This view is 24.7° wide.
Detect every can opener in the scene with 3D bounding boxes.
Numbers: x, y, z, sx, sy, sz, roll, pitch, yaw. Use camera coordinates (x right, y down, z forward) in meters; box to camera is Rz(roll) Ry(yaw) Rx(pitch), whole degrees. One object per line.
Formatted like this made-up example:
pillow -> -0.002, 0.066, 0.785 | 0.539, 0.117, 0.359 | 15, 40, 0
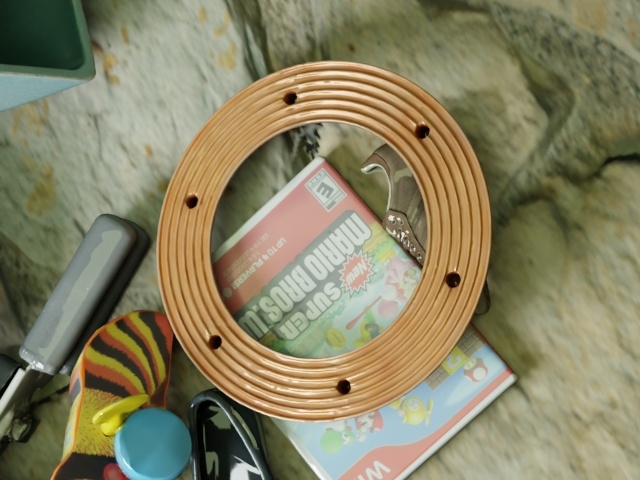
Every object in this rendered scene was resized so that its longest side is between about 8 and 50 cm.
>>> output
can opener -> -0.278, 0.091, 1.430 | 0.095, 0.076, 0.283 | 30, 91, 14

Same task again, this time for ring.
ring -> 0.000, 0.000, 1.346 | 0.336, 0.032, 0.337 | -4, 81, 23

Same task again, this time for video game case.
video game case -> 0.018, 0.090, 1.384 | 0.204, 0.025, 0.285 | -42, 77, 6

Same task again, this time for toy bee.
toy bee -> -0.199, 0.203, 1.325 | 0.162, 0.195, 0.298 | 2, 43, -22

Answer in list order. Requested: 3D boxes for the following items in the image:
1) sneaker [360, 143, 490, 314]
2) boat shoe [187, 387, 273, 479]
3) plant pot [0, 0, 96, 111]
sneaker -> 0.098, -0.008, 1.356 | 0.071, 0.066, 0.188 | -24, 70, 10
boat shoe -> -0.069, 0.261, 1.358 | 0.095, 0.079, 0.255 | -13, 81, 11
plant pot -> -0.411, -0.235, 1.412 | 0.252, 0.248, 0.247 | -20, 79, 38
